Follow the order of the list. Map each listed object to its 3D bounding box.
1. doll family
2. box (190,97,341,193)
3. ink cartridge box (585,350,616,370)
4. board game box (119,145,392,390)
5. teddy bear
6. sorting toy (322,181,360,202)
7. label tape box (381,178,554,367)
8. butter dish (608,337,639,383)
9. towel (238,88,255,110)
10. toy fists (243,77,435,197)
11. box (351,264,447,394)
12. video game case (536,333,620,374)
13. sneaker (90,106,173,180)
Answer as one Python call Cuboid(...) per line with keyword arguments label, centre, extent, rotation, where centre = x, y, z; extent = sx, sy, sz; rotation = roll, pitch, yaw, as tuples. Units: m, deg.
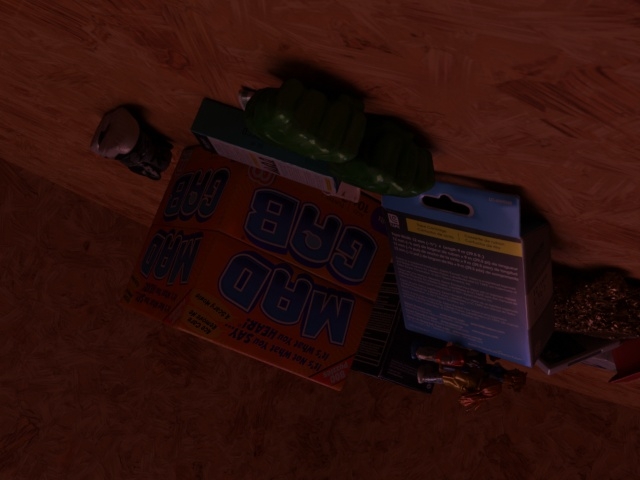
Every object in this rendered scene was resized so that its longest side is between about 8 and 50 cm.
Cuboid(label="doll family", centre=(0.288, 0.243, 1.489), extent=(0.163, 0.118, 0.263), rotation=(5, -176, 36))
Cuboid(label="box", centre=(-0.080, -0.151, 1.309), extent=(0.244, 0.060, 0.100), rotation=(19, 170, 8))
Cuboid(label="ink cartridge box", centre=(0.643, 0.244, 1.912), extent=(0.154, 0.093, 0.212), rotation=(26, 171, -34))
Cuboid(label="board game box", centre=(-0.122, 0.042, 1.594), extent=(0.356, 0.356, 0.356), rotation=(26, 171, -28))
Cuboid(label="teddy bear", centre=(0.534, 0.119, 1.455), extent=(0.245, 0.113, 0.338), rotation=(18, 167, -36))
Cuboid(label="sorting toy", centre=(0.024, -0.106, 1.420), extent=(0.075, 0.045, 0.083), rotation=(34, -166, 37))
Cuboid(label="label tape box", centre=(0.245, 0.023, 1.328), extent=(0.249, 0.115, 0.348), rotation=(15, 133, 34))
Cuboid(label="butter dish", centre=(0.640, 0.199, 1.586), extent=(0.160, 0.118, 0.160), rotation=(-30, 170, 39))
Cuboid(label="towel", centre=(-0.045, -0.177, 1.202), extent=(0.152, 0.023, 0.113), rotation=(19, 171, 7))
Cuboid(label="toy fists", centre=(0.037, -0.132, 1.073), extent=(0.279, 0.096, 0.142), rotation=(25, 180, -34))
Cuboid(label="box", centre=(0.199, 0.229, 2.161), extent=(0.182, 0.294, 0.296), rotation=(22, 171, -25))
Cuboid(label="video game case", centre=(0.461, 0.177, 1.601), extent=(0.173, 0.022, 0.190), rotation=(-17, -144, -20))
Cuboid(label="sneaker", centre=(-0.361, -0.189, 1.611), extent=(0.153, 0.101, 0.268), rotation=(25, 176, -26))
